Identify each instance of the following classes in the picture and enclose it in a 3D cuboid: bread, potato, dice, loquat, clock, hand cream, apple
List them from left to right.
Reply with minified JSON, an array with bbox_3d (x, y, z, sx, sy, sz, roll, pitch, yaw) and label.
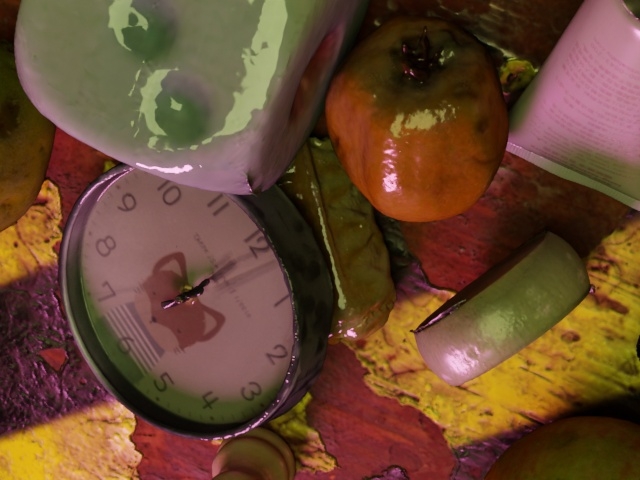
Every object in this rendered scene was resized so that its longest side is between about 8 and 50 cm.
[{"bbox_3d":[-0.375,-0.106,1.688,0.186,0.148,0.253,49,121,11],"label":"potato"},{"bbox_3d":[-0.139,0.057,1.682,0.325,0.067,0.325,11,112,29],"label":"clock"},{"bbox_3d":[-0.116,-0.216,1.510,0.262,0.264,0.268,27,108,8],"label":"dice"},{"bbox_3d":[0.000,0.000,1.671,0.128,0.088,0.232,-18,99,10],"label":"bread"},{"bbox_3d":[0.098,-0.121,1.542,0.187,0.176,0.234,37,150,25],"label":"loquat"},{"bbox_3d":[0.276,0.309,1.627,0.246,0.226,0.246,9,112,22],"label":"apple"},{"bbox_3d":[0.280,-0.145,1.471,0.185,0.118,0.359,23,153,3],"label":"hand cream"}]

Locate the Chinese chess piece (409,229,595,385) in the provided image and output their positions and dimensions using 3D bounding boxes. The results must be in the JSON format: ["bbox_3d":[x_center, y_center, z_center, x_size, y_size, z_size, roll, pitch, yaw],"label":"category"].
[{"bbox_3d":[0.184,0.070,1.594,0.188,0.188,0.083,-36,91,21],"label":"Chinese chess piece"}]

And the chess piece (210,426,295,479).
[{"bbox_3d":[-0.093,0.281,1.739,0.094,0.170,0.094,5,111,13],"label":"chess piece"}]

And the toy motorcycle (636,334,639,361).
[{"bbox_3d":[0.414,0.167,1.628,0.122,0.082,0.213,-24,104,21],"label":"toy motorcycle"}]
